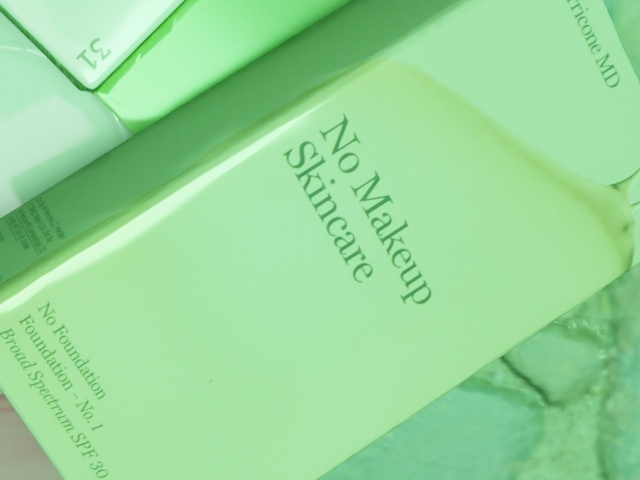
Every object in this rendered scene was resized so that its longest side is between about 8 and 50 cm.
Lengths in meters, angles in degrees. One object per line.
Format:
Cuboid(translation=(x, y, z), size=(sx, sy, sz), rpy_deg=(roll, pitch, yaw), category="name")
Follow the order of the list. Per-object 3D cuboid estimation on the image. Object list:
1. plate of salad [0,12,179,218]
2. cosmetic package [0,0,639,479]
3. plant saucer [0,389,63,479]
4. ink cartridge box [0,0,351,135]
Cuboid(translation=(-0.164, -0.036, 0.784), size=(0.200, 0.048, 0.199), rpy_deg=(0, 106, 1), category="plate of salad")
Cuboid(translation=(0.000, 0.000, 0.696), size=(0.309, 0.113, 0.160), rpy_deg=(-33, 112, -7), category="cosmetic package")
Cuboid(translation=(-0.161, 0.211, 0.835), size=(0.332, 0.084, 0.332), rpy_deg=(1, 105, 3), category="plant saucer")
Cuboid(translation=(-0.055, -0.131, 0.728), size=(0.235, 0.056, 0.171), rpy_deg=(45, 86, -7), category="ink cartridge box")
